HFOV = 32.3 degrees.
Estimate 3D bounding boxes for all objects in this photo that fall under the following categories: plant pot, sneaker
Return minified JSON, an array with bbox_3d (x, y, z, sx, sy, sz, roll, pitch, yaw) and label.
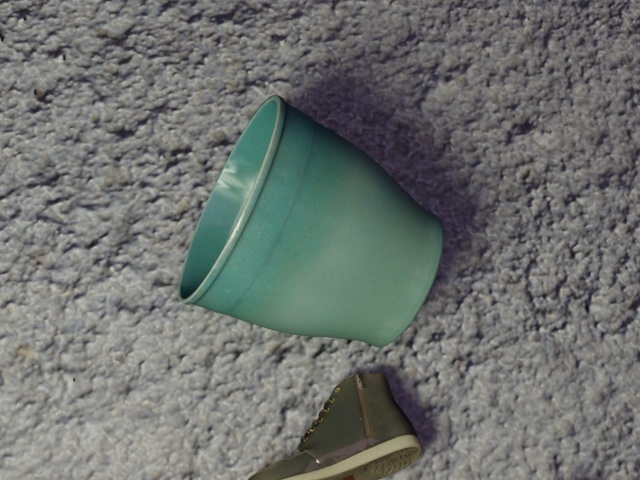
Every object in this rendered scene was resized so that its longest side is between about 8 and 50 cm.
[{"bbox_3d":[0.000,0.000,1.343,0.255,0.272,0.271,25,65,-14],"label":"plant pot"},{"bbox_3d":[0.000,0.247,1.341,0.222,0.083,0.118,-18,53,-9],"label":"sneaker"}]
